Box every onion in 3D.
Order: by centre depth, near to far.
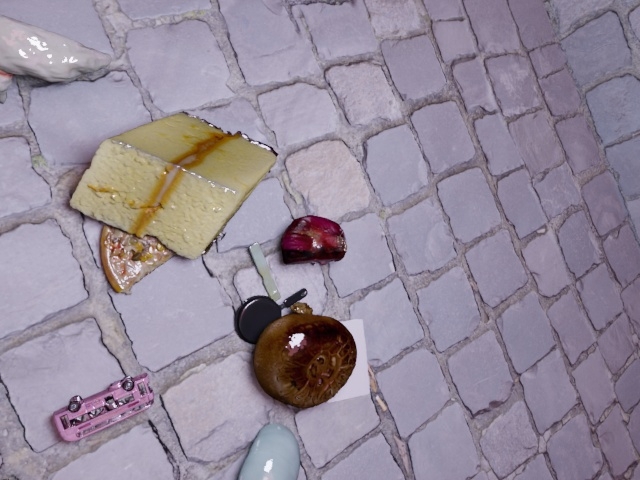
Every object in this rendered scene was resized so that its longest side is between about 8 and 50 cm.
[{"bbox_3d":[0.000,0.000,1.197,0.195,0.218,0.140,8,78,-32],"label":"onion"}]

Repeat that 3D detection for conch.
[{"bbox_3d":[-0.120,0.596,1.115,0.185,0.121,0.221,38,59,-48],"label":"conch"}]

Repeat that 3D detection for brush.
[{"bbox_3d":[-0.160,0.090,1.215,0.033,0.030,0.179,-29,106,-33],"label":"brush"}]

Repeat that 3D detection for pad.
[{"bbox_3d":[0.074,0.357,1.296,0.156,0.004,0.232,-1,82,-26],"label":"pad"}]

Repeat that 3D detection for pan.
[{"bbox_3d":[-0.127,0.196,1.203,0.235,0.028,0.136,-29,104,-27],"label":"pan"}]

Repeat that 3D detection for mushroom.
[{"bbox_3d":[-0.034,0.307,1.158,0.297,0.163,0.278,6,81,-32],"label":"mushroom"}]

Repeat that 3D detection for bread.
[{"bbox_3d":[-0.348,-0.168,1.141,0.345,0.242,0.405,32,28,-10],"label":"bread"}]

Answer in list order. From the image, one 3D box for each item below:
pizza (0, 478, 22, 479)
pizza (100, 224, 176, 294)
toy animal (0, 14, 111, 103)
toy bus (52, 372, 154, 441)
[{"bbox_3d":[-0.707,0.565,0.854,0.147,0.069,0.226,23,68,1],"label":"pizza"},{"bbox_3d":[-0.438,0.031,1.075,0.195,0.052,0.185,-13,91,-27],"label":"pizza"},{"bbox_3d":[-0.665,-0.397,0.984,0.308,0.266,0.188,2,96,-68],"label":"toy animal"},{"bbox_3d":[-0.489,0.378,0.989,0.203,0.063,0.090,-20,94,-25],"label":"toy bus"}]
